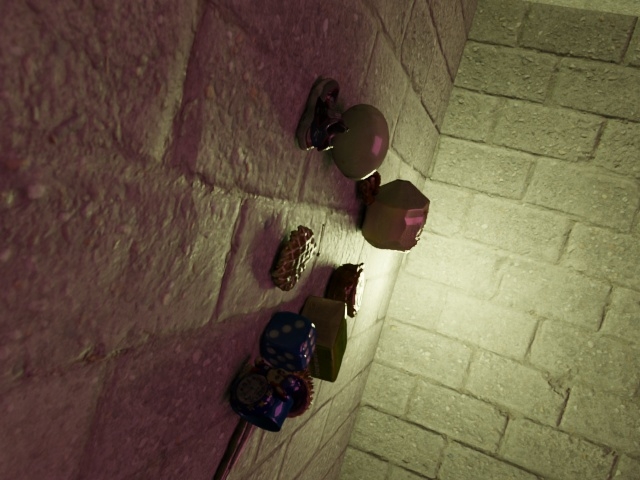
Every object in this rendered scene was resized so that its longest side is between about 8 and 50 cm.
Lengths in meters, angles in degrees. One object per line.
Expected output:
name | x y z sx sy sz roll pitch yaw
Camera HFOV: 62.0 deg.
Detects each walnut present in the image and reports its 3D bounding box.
walnut | 0.201 -0.228 2.218 0.143 0.069 0.170 -65 159 -20

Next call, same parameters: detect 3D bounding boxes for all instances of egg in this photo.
egg | 0.128 -0.315 1.723 0.186 0.186 0.253 -44 145 -56

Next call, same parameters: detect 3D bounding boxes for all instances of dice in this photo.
dice | -0.099 0.324 1.713 0.143 0.146 0.146 85 24 -45

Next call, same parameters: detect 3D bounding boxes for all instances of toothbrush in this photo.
toothbrush | -0.230 0.611 1.777 0.307 0.025 0.030 -62 151 -32

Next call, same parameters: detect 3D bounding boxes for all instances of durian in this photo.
durian | -0.102 0.507 1.925 0.186 0.153 0.260 -100 -158 -44

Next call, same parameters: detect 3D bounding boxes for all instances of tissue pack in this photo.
tissue pack | 0.008 0.375 2.016 0.275 0.167 0.200 84 21 -49

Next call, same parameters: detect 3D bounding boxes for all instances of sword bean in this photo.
sword bean | -0.264 0.629 1.675 0.043 0.038 0.269 134 -20 -72

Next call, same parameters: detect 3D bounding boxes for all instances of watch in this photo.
watch | -0.164 0.475 1.587 0.171 0.196 0.200 -49 145 -31

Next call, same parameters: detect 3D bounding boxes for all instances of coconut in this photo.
coconut | 0.340 -0.124 2.379 0.297 0.297 0.310 -41 148 -59

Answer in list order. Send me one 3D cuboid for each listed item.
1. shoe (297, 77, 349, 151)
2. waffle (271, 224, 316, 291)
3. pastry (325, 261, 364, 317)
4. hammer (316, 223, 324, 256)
shoe | 0.024 -0.347 1.490 0.228 0.125 0.099 -68 159 -10
waffle | -0.079 0.057 1.665 0.214 0.054 0.208 -62 163 -13
pastry | 0.105 0.206 2.266 0.240 0.132 0.235 -16 113 -77
hammer | 0.000 0.000 1.922 0.029 0.014 0.123 -48 148 -70
